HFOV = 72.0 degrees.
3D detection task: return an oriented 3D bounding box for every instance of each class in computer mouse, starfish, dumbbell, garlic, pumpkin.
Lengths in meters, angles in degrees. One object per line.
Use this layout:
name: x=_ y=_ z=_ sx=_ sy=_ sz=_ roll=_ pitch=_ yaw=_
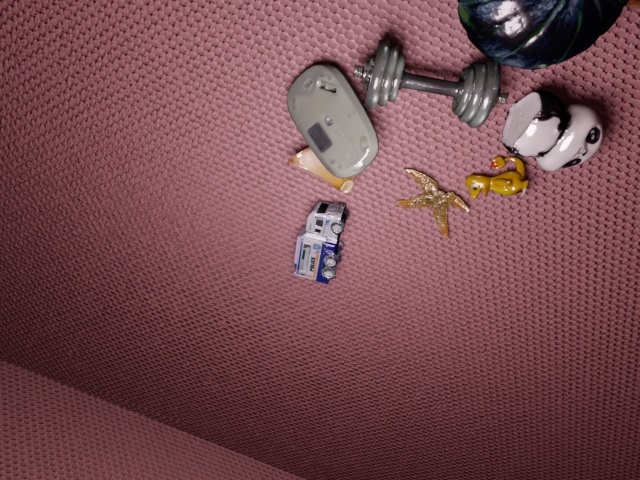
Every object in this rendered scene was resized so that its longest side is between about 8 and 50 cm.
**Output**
computer mouse: x=0.035 y=-0.336 z=1.241 sx=0.197 sy=0.095 sz=0.330 roll=-31 pitch=87 yaw=30
starfish: x=0.340 y=-0.123 z=1.393 sx=0.248 sy=0.050 sz=0.138 roll=33 pitch=119 yaw=-3
dumbbell: x=0.287 y=-0.410 z=1.159 sx=0.407 sy=0.179 sz=0.179 roll=11 pitch=120 yaw=2
garlic: x=0.018 y=-0.228 z=1.341 sx=0.207 sy=0.115 sz=0.128 roll=22 pitch=87 yaw=7
pumpkin: x=0.487 y=-0.571 z=0.974 sx=0.364 sy=0.266 sz=0.362 roll=-2 pitch=117 yaw=-4

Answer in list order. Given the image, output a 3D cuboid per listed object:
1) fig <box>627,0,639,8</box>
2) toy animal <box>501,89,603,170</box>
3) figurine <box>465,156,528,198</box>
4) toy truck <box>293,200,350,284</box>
fig: x=0.750 y=-0.666 z=0.989 sx=0.159 sy=0.159 sz=0.256 roll=-1 pitch=100 yaw=8
toy animal: x=0.632 y=-0.289 z=1.185 sx=0.235 sy=0.165 sz=0.187 roll=21 pitch=132 yaw=-5
figurine: x=0.524 y=-0.188 z=1.313 sx=0.176 sy=0.121 sz=0.122 roll=-2 pitch=91 yaw=20
toy truck: x=0.000 y=0.000 z=1.463 sx=0.156 sy=0.124 sz=0.267 roll=13 pitch=122 yaw=6
